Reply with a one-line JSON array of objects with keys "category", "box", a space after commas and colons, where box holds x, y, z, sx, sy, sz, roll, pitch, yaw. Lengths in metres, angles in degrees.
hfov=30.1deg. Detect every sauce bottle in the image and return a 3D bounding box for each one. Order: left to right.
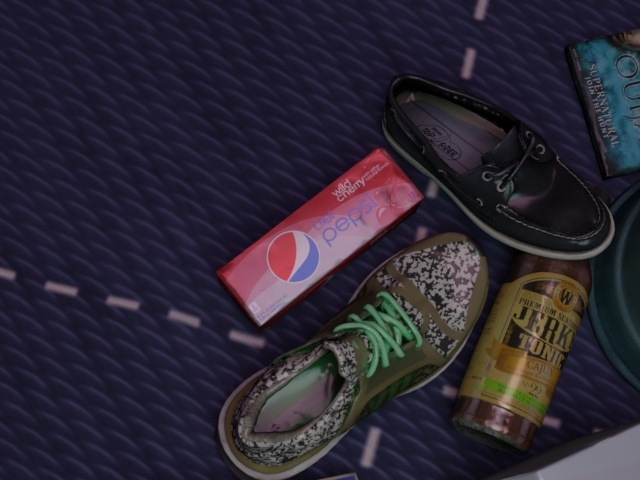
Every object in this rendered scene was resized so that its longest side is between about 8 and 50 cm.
[{"category": "sauce bottle", "box": [0.266, 0.087, 1.468, 0.111, 0.111, 0.344, 22, 77, 2]}]

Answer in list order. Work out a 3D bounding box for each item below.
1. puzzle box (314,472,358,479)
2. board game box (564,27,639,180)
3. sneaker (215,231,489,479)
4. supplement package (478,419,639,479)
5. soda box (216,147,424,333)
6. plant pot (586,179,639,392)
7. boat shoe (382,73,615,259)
[{"category": "puzzle box", "box": [-0.017, 0.473, 1.308, 0.272, 0.052, 0.409, -5, 62, -32]}, {"category": "board game box", "box": [0.407, -0.183, 1.569, 0.126, 0.026, 0.186, -14, 80, -4]}, {"category": "sneaker", "box": [0.051, 0.138, 1.414, 0.410, 0.182, 0.158, -42, 83, -9]}, {"category": "supplement package", "box": [0.311, 0.365, 1.344, 0.199, 0.198, 0.263, -16, 79, -30]}, {"category": "soda box", "box": [0.000, 0.000, 1.490, 0.263, 0.083, 0.092, -39, 83, -8]}, {"category": "plant pot", "box": [0.516, 0.032, 1.377, 0.341, 0.334, 0.341, 1, 79, -3]}, {"category": "boat shoe", "box": [0.210, -0.103, 1.451, 0.127, 0.113, 0.340, -42, 63, -12]}]
